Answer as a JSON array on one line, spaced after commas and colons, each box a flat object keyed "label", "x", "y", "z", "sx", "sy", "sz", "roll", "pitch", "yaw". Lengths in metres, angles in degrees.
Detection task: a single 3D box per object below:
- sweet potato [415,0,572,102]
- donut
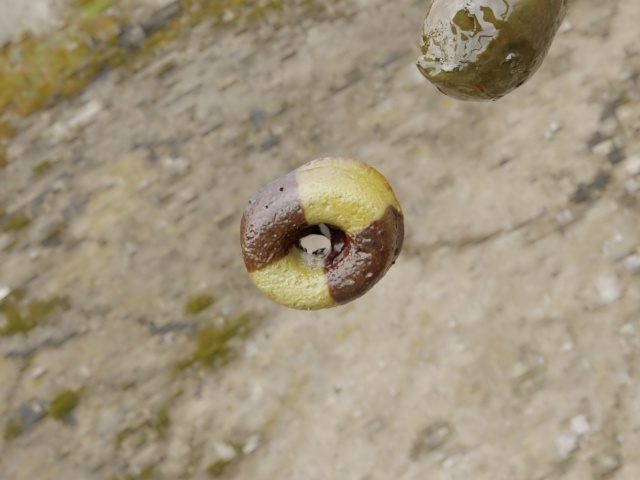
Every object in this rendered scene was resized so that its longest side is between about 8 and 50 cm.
[{"label": "sweet potato", "x": 0.130, "y": -0.186, "z": 0.908, "sx": 0.075, "sy": 0.075, "sz": 0.273, "roll": -1, "pitch": 54, "yaw": 49}, {"label": "donut", "x": 0.000, "y": 0.000, "z": 1.720, "sx": 0.184, "sy": 0.166, "sz": 0.073, "roll": -14, "pitch": 16, "yaw": 9}]
